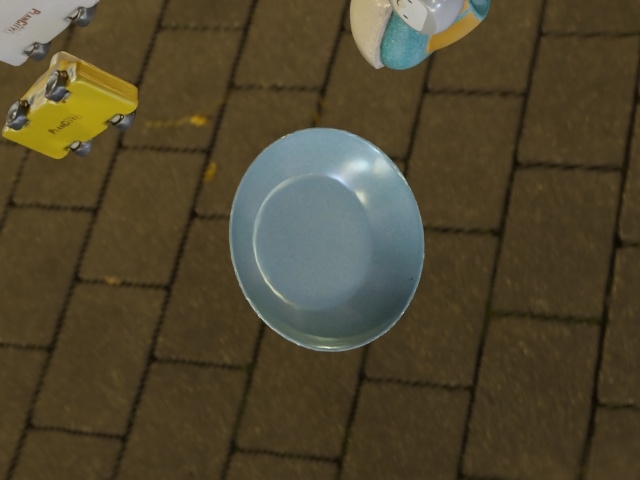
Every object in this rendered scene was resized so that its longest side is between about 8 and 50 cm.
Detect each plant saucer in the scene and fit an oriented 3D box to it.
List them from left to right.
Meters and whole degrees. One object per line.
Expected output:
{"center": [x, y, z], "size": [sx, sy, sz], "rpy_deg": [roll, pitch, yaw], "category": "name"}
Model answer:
{"center": [0.000, 0.000, 1.255], "size": [0.037, 0.195, 0.195], "rpy_deg": [-11, 44, 59], "category": "plant saucer"}

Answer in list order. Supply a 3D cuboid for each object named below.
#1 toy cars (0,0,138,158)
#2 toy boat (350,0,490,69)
{"center": [-0.289, -0.210, 1.554], "size": [0.177, 0.393, 0.087], "rpy_deg": [3, 65, 5], "category": "toy cars"}
{"center": [0.111, -0.261, 1.380], "size": [0.148, 0.318, 0.267], "rpy_deg": [38, 114, 12], "category": "toy boat"}
